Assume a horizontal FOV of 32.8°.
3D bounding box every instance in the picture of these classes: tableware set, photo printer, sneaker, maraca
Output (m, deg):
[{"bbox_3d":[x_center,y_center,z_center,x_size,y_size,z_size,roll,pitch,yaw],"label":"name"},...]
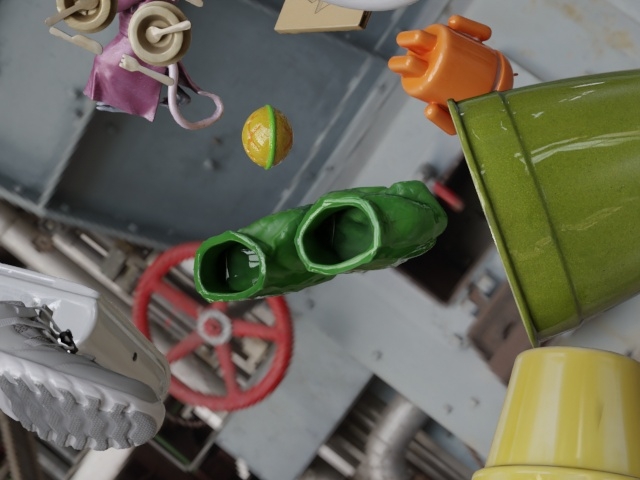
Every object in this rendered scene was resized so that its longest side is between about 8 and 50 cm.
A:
[{"bbox_3d":[-0.267,-0.296,1.454,0.039,0.194,0.128,-66,-1,-72],"label":"tableware set"},{"bbox_3d":[-0.359,0.145,1.505,0.307,0.256,0.107,64,-138,-61],"label":"photo printer"},{"bbox_3d":[-0.268,0.104,1.022,0.105,0.281,0.115,97,-164,-48],"label":"sneaker"},{"bbox_3d":[-0.108,-0.205,2.154,0.185,0.099,0.127,-147,60,-76],"label":"maraca"}]

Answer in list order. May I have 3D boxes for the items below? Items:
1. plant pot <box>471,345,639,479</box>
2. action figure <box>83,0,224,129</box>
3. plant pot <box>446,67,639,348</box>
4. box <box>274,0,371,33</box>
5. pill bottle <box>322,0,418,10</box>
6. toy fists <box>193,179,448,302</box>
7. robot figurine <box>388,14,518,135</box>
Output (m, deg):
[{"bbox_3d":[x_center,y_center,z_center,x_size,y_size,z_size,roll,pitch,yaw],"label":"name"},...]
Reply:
[{"bbox_3d":[0.319,0.268,1.361,0.254,0.254,0.239,101,179,-70],"label":"plant pot"},{"bbox_3d":[-0.339,-0.405,2.075,0.248,0.275,0.370,-32,-38,-45],"label":"action figure"},{"bbox_3d":[0.398,-0.078,1.481,0.353,0.367,0.366,-19,-4,10],"label":"plant pot"},{"bbox_3d":[0.023,-0.429,1.853,0.021,0.201,0.164,33,-108,-43],"label":"box"},{"bbox_3d":[0.072,-0.437,1.116,0.210,0.210,0.363,104,-177,-68],"label":"pill bottle"},{"bbox_3d":[0.000,0.000,1.151,0.279,0.096,0.142,-18,-9,37],"label":"toy fists"},{"bbox_3d":[0.218,-0.265,1.749,0.128,0.219,0.158,-44,37,43],"label":"robot figurine"}]
